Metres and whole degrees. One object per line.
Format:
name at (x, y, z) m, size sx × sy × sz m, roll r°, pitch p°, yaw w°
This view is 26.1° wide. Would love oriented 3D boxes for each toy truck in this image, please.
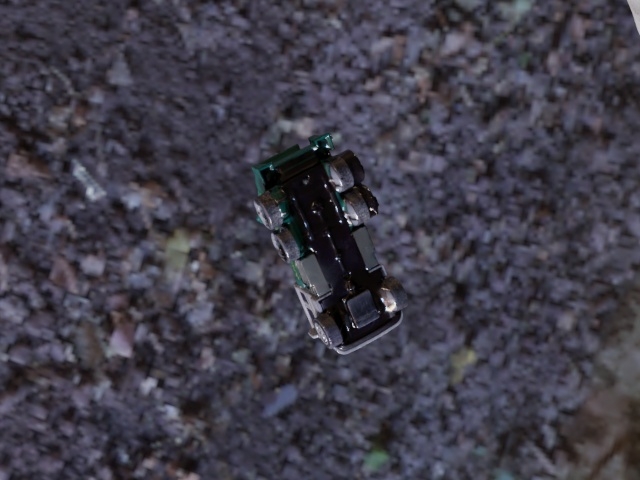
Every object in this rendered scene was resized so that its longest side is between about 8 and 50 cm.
toy truck at (0.000, 0.000, 1.414) m, size 0.110 × 0.116 × 0.216 m, roll -29°, pitch 109°, yaw -15°

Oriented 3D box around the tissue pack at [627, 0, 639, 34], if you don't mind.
tissue pack at (0.499, -0.311, 1.346) m, size 0.266 × 0.356 × 0.194 m, roll 7°, pitch 63°, yaw -47°
